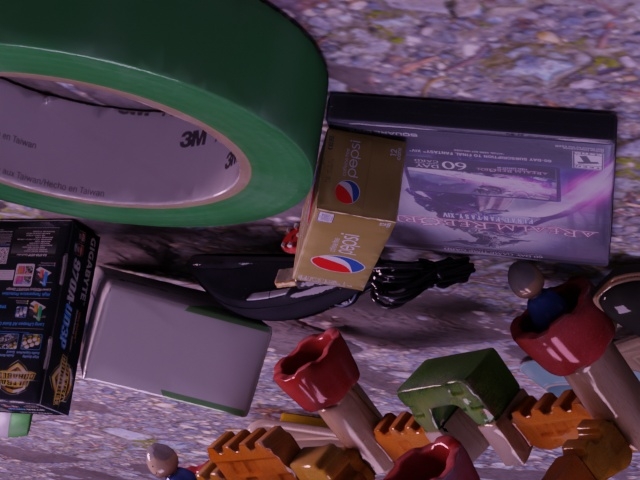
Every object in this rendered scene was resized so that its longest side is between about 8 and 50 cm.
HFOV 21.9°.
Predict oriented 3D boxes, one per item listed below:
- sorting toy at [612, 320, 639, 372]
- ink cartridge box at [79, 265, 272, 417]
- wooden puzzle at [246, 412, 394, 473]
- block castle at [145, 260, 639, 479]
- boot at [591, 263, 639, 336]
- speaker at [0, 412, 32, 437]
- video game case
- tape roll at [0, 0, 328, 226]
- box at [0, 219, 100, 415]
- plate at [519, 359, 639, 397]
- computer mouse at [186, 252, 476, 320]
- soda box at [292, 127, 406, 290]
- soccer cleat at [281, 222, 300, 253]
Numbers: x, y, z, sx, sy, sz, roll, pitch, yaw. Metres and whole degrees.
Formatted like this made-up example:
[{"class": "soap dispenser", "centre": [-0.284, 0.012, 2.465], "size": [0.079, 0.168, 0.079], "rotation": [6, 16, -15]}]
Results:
[{"class": "sorting toy", "centre": [0.358, 0.108, 1.560], "size": [0.307, 0.041, 0.229], "rotation": [17, 161, -25]}, {"class": "ink cartridge box", "centre": [-0.143, 0.091, 1.553], "size": [0.154, 0.093, 0.212], "rotation": [15, -177, -12]}, {"class": "wooden puzzle", "centre": [0.018, 0.278, 2.276], "size": [0.239, 0.044, 0.221], "rotation": [4, 162, 0]}, {"class": "block castle", "centre": [0.053, 0.189, 1.528], "size": [0.453, 0.303, 0.213], "rotation": [-15, 115, 53]}, {"class": "boot", "centre": [0.322, 0.106, 1.374], "size": [0.198, 0.137, 0.077], "rotation": [19, 136, -17]}, {"class": "speaker", "centre": [-0.487, 0.156, 1.975], "size": [0.297, 0.131, 0.131], "rotation": [10, 163, -7]}, {"class": "video game case", "centre": [0.120, -0.040, 1.235], "size": [0.196, 0.026, 0.274], "rotation": [5, 162, 11]}, {"class": "tape roll", "centre": [-0.157, -0.096, 1.098], "size": [0.321, 0.077, 0.321], "rotation": [7, 162, 2]}, {"class": "box", "centre": [-0.323, 0.070, 1.537], "size": [0.220, 0.175, 0.051], "rotation": [-1, 161, 25]}, {"class": "plate", "centre": [0.304, 0.158, 1.761], "size": [0.188, 0.024, 0.188], "rotation": [9, 165, 2]}, {"class": "computer mouse", "centre": [-0.013, 0.043, 1.407], "size": [0.262, 0.060, 0.184], "rotation": [0, -178, 23]}, {"class": "soda box", "centre": [0.019, -0.019, 1.203], "size": [0.058, 0.061, 0.181], "rotation": [10, 162, -4]}, {"class": "soccer cleat", "centre": [0.000, 0.000, 1.406], "size": [0.036, 0.029, 0.083], "rotation": [37, 145, -31]}]
